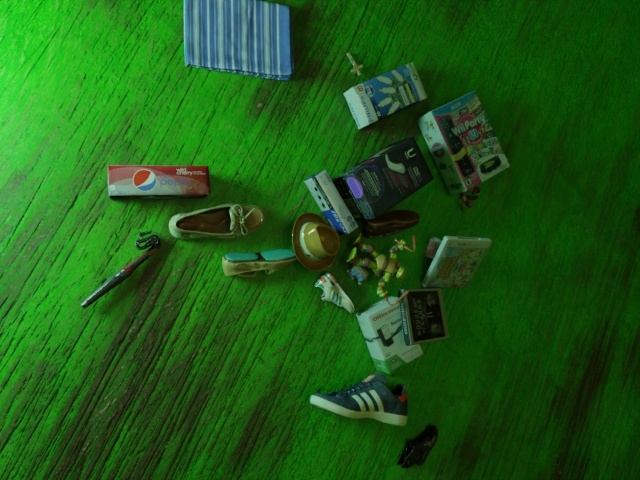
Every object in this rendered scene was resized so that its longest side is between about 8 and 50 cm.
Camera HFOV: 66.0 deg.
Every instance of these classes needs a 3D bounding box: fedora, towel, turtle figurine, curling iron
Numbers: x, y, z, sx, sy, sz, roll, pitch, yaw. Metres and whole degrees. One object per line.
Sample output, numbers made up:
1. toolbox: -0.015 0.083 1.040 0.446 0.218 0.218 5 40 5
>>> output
1. fedora: 0.000 0.000 1.521 0.194 0.079 0.195 11 74 -42
2. towel: -0.241 -0.625 1.493 0.335 0.040 0.243 0 87 -23
3. turtle figurine: 0.198 0.062 1.596 0.217 0.087 0.270 29 64 -10
4. curling iron: -0.541 0.077 1.338 0.068 0.035 0.274 44 72 -11

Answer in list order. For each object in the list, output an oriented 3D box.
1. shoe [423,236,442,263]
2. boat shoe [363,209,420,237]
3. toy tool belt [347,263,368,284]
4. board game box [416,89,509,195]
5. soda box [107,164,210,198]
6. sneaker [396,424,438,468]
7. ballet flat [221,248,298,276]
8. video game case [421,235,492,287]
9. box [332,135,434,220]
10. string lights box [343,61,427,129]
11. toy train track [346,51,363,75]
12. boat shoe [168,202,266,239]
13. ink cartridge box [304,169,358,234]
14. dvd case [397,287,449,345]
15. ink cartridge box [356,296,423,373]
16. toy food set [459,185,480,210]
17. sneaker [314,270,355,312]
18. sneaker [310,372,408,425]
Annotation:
1. shoe: 0.448 0.064 1.747 0.178 0.063 0.081 30 79 -14
2. boat shoe: 0.238 -0.054 1.662 0.206 0.073 0.073 -7 129 -20
3. toy tool belt: 0.114 0.104 1.607 0.083 0.052 0.051 40 65 -16
4. board game box: 0.511 -0.348 1.763 0.224 0.097 0.304 -29 95 -22
5. soda box: -0.444 -0.160 1.357 0.263 0.092 0.084 -3 88 -23
6. sneaker: 0.331 0.698 1.674 0.089 0.051 0.170 34 79 -23
7. ballet flat: -0.182 0.070 1.482 0.232 0.080 0.073 -2 116 -21
8. video game case: 0.472 0.079 1.709 0.193 0.023 0.213 2 125 -23
9. box: 0.204 -0.199 1.607 0.270 0.143 0.165 -33 102 -21
10. string lights box: 0.220 -0.488 1.662 0.259 0.076 0.133 -29 100 -21
11. toy train track: 0.111 -0.592 1.656 0.048 0.014 0.083 -31 94 -14
12. boat shoe: -0.287 -0.050 1.421 0.285 0.089 0.105 -11 92 -23
13. ink cartridge box: 0.033 -0.117 1.556 0.046 0.097 0.207 -35 101 -21
14. dvd case: 0.347 0.250 1.649 0.238 0.029 0.179 4 75 -46
15. ink cartridge box: 0.228 0.308 1.627 0.153 0.087 0.209 -24 96 -23
16. toy food set: 0.553 -0.165 1.824 0.122 0.019 0.078 -46 105 -26
17. sneaker: 0.043 0.179 1.579 0.075 0.057 0.161 -37 104 -3
18. sneaker: 0.129 0.488 1.566 0.350 0.131 0.148 18 74 -27
